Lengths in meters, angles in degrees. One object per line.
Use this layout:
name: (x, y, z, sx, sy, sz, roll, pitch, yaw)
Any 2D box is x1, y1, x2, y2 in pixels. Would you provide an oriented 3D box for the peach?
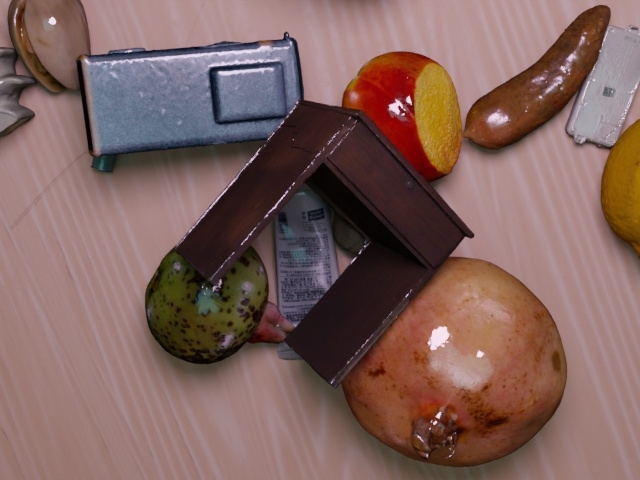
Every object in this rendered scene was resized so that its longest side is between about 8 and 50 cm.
peach: (0.129, -0.181, 1.272, 0.192, 0.190, 0.190, 31, 100, 14)

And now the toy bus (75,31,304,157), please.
toy bus: (-0.187, -0.214, 1.262, 0.324, 0.194, 0.161, -6, 102, -8)

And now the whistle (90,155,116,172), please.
whistle: (-0.328, -0.202, 1.365, 0.039, 0.039, 0.186, 16, 99, 0)

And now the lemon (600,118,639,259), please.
lemon: (0.516, -0.089, 1.267, 0.188, 0.188, 0.256, 15, 96, 0)

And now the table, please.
table: (0.000, 0.000, 1.155, 0.282, 0.196, 0.250, -49, 118, -6)

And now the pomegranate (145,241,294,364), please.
pomegranate: (-0.149, 0.102, 1.336, 0.248, 0.214, 0.214, 27, 101, -29)

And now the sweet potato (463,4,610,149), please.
sweet potato: (0.340, -0.239, 1.303, 0.292, 0.097, 0.097, -41, 95, 2)

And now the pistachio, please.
pistachio: (-0.413, -0.319, 1.317, 0.125, 0.124, 0.184, -7, 115, 4)

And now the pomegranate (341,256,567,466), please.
pomegranate: (0.188, 0.188, 1.260, 0.338, 0.338, 0.338, 0, 99, 3)

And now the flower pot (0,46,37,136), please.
flower pot: (-0.641, -0.216, 1.316, 0.368, 0.164, 0.254, -32, 102, 6)

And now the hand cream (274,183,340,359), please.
hand cream: (-0.022, 0.034, 1.384, 0.125, 0.078, 0.340, -4, 107, 4)

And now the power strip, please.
power strip: (0.448, -0.238, 1.323, 0.082, 0.035, 0.192, 18, 100, -1)

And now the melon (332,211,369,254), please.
melon: (0.075, -0.038, 1.342, 0.098, 0.098, 0.130, 38, 97, -4)
